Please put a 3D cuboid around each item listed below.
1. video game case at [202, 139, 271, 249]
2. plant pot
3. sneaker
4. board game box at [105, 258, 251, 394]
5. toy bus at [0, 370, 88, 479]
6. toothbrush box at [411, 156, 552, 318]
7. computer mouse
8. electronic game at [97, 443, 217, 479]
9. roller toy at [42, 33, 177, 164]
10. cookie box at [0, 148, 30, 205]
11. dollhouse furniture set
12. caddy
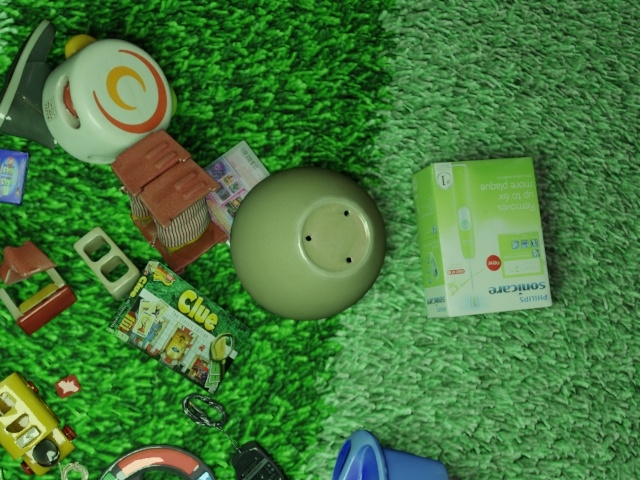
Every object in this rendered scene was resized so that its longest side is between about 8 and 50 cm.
[{"bbox_3d":[-0.149,-0.081,1.615,0.143,0.019,0.157,-38,93,-14],"label":"video game case"},{"bbox_3d":[0.000,0.000,1.540,0.284,0.191,0.284,1,86,-17],"label":"plant pot"},{"bbox_3d":[-0.481,-0.269,1.541,0.118,0.083,0.222,26,70,-28],"label":"sneaker"},{"bbox_3d":[-0.230,0.150,1.483,0.259,0.030,0.136,43,70,-45],"label":"board game box"},{"bbox_3d":[-0.476,0.311,1.443,0.202,0.104,0.191,6,82,-12],"label":"toy bus"},{"bbox_3d":[0.298,-0.004,1.658,0.206,0.122,0.283,-4,85,-13],"label":"toothbrush box"},{"bbox_3d":[-0.150,0.358,1.553,0.071,0.041,0.242,-42,88,2],"label":"computer mouse"},{"bbox_3d":[-0.278,0.461,1.499,0.229,0.048,0.229,2,83,-12],"label":"electronic game"},{"bbox_3d":[-0.365,-0.232,1.497,0.209,0.146,0.191,42,54,-29],"label":"roller toy"},{"bbox_3d":[-0.559,-0.112,1.510,0.107,0.040,0.092,9,81,-12],"label":"cookie box"},{"bbox_3d":[-0.344,0.014,1.443,0.374,0.201,0.152,-39,71,-16],"label":"dollhouse furniture set"},{"bbox_3d":[0.087,0.494,1.485,0.179,0.241,0.341,10,80,-18],"label":"caddy"}]
